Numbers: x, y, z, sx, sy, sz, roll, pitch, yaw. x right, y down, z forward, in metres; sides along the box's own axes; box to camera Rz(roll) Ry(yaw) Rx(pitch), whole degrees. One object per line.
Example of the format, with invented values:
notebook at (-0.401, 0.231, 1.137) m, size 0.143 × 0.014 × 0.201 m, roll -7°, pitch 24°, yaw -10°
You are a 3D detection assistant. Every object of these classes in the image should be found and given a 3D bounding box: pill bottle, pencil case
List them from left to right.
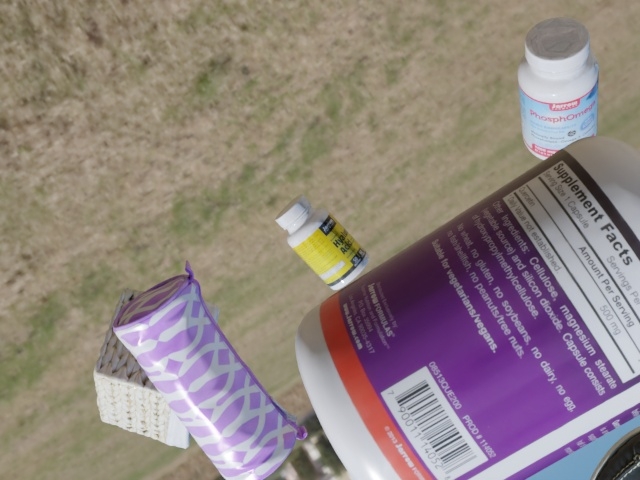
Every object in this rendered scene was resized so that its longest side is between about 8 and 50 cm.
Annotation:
pencil case at (-0.097, 0.126, 0.765) m, size 0.088 × 0.206 × 0.086 m, roll -32°, pitch -160°, yaw 5°
pill bottle at (0.000, 0.000, 1.054) m, size 0.065 × 0.116 × 0.065 m, roll -42°, pitch -169°, yaw 10°
pill bottle at (0.155, 0.051, 0.597) m, size 0.323 × 0.181 × 0.181 m, roll -33°, pitch 170°, yaw 10°
pill bottle at (0.266, -0.167, 0.954) m, size 0.087 × 0.087 × 0.160 m, roll -32°, pitch 144°, yaw -5°

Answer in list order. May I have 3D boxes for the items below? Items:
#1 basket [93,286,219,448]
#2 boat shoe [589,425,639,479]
basket at (-0.173, 0.136, 0.898) m, size 0.167 × 0.103 × 0.113 m, roll 108°, pitch -5°, yaw -59°
boat shoe at (0.467, 0.276, 1.085) m, size 0.302 × 0.114 × 0.091 m, roll -47°, pitch -177°, yaw 11°
